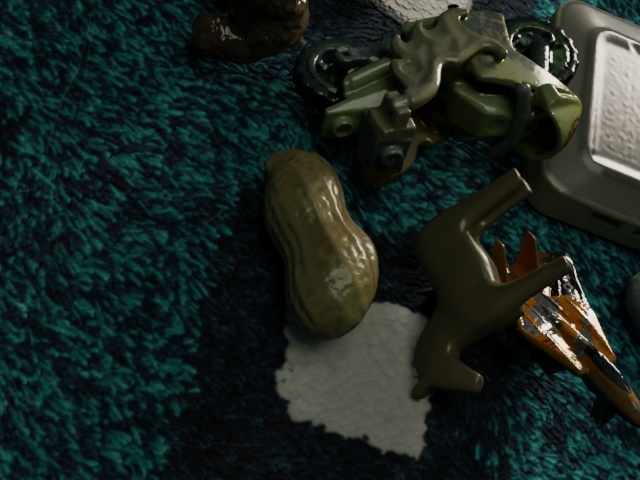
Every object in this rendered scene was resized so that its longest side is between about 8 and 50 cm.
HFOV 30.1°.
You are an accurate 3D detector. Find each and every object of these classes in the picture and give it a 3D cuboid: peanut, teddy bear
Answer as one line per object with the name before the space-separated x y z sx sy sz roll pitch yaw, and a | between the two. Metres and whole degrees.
peanut | 0.000 0.000 1.438 0.123 0.123 0.257 -1 59 -24
teddy bear | -0.082 -0.324 1.558 0.140 0.177 0.190 18 45 -34

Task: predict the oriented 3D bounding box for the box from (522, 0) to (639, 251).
box | 0.481 -0.152 1.743 0.373 0.090 0.367 20 56 -13

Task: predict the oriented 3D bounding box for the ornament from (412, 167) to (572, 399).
ornament | 0.187 0.064 1.455 0.061 0.245 0.230 37 23 -54

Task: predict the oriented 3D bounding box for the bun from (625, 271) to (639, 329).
bun | 0.479 0.091 1.610 0.140 0.083 0.141 5 61 -9

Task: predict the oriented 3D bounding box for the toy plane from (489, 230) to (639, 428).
toy plane | 0.304 0.131 1.479 0.204 0.103 0.316 -13 52 -26

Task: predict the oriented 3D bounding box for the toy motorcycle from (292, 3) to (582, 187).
toy motorcycle | 0.175 -0.196 1.587 0.410 0.169 0.237 -8 52 -16
